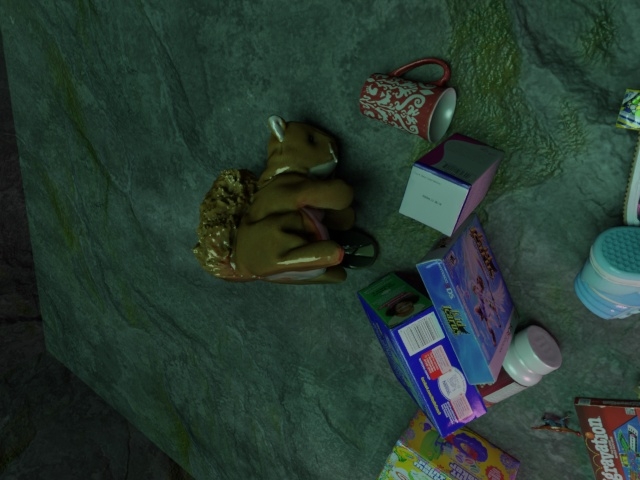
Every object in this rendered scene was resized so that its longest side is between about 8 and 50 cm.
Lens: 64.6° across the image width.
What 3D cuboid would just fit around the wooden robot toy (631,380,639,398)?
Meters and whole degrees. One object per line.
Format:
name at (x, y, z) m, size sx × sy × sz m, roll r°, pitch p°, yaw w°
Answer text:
wooden robot toy at (0.717, 0.328, 1.007) m, size 0.173 × 0.076 × 0.079 m, roll 39°, pitch 95°, yaw 13°

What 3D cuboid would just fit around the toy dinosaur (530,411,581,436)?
toy dinosaur at (0.553, 0.437, 1.170) m, size 0.047 × 0.090 × 0.082 m, roll 59°, pitch 166°, yaw -26°

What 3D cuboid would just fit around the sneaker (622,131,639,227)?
sneaker at (0.591, -0.132, 0.810) m, size 0.153 × 0.099 × 0.282 m, roll 14°, pitch 118°, yaw 32°

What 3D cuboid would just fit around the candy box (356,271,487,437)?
candy box at (0.215, 0.240, 1.154) m, size 0.268 × 0.122 × 0.317 m, roll 64°, pitch 175°, yaw -11°

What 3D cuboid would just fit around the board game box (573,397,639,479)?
board game box at (0.675, 0.477, 1.127) m, size 0.145 × 0.027 × 0.281 m, roll -10°, pitch 107°, yaw 40°

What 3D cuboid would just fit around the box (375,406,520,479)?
box at (0.326, 0.647, 1.372) m, size 0.290 × 0.177 × 0.279 m, roll 31°, pitch 129°, yaw 20°

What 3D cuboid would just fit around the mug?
mug at (0.183, -0.290, 1.037) m, size 0.169 × 0.150 × 0.113 m, roll 25°, pitch 163°, yaw 28°

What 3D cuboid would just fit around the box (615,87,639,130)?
box at (0.534, -0.181, 0.738) m, size 0.169 × 0.054 × 0.059 m, roll 21°, pitch 115°, yaw 35°

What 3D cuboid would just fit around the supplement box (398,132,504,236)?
supplement box at (0.257, -0.115, 0.980) m, size 0.111 × 0.220 × 0.114 m, roll 28°, pitch 129°, yaw 22°

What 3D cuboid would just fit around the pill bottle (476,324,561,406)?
pill bottle at (0.419, 0.285, 1.145) m, size 0.121 × 0.121 × 0.221 m, roll 46°, pitch 132°, yaw 6°

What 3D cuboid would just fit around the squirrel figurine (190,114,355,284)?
squirrel figurine at (-0.115, -0.094, 1.171) m, size 0.396 × 0.281 × 0.371 m, roll -5°, pitch 77°, yaw 11°

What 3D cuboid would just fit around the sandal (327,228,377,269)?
sandal at (0.001, 0.002, 1.313) m, size 0.302 × 0.086 × 0.120 m, roll 23°, pitch 89°, yaw 11°

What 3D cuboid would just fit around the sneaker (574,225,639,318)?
sneaker at (0.618, 0.073, 0.904) m, size 0.318 × 0.127 × 0.208 m, roll 9°, pitch 151°, yaw 8°

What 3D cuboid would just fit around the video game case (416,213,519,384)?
video game case at (0.314, 0.111, 1.043) m, size 0.061 × 0.244 × 0.270 m, roll -18°, pitch 102°, yaw 36°
